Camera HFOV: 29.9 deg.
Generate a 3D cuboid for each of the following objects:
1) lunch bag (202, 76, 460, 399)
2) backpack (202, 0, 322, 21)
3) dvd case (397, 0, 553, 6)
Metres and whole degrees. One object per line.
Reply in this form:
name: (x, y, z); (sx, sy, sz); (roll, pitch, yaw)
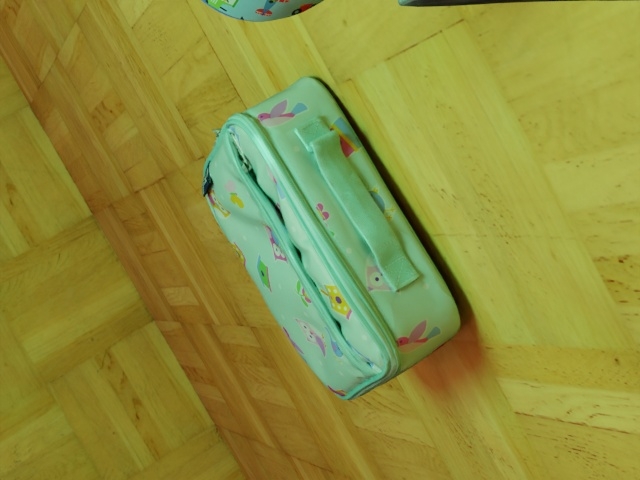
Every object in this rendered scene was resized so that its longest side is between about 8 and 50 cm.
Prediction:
lunch bag: (0.000, 0.000, 1.077); (0.279, 0.108, 0.224); (57, 163, 5)
backpack: (-0.013, -0.212, 0.654); (0.158, 0.173, 0.117); (58, 163, 4)
dvd case: (0.154, -0.092, 0.341); (0.164, 0.221, 0.018); (171, 93, -71)
